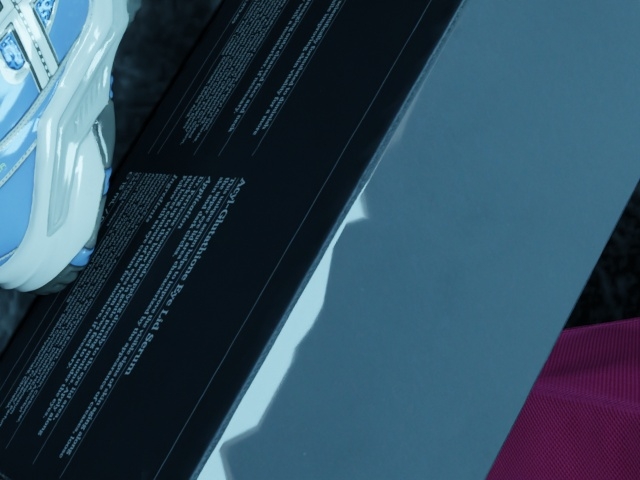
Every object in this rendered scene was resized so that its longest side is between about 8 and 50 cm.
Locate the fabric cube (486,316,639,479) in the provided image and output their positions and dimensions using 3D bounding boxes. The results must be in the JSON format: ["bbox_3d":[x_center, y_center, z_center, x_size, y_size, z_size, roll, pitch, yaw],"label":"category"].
[{"bbox_3d":[0.218,0.169,0.595,0.254,0.258,0.259,-6,95,-31],"label":"fabric cube"}]

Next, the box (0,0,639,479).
[{"bbox_3d":[0.000,0.000,0.503,0.103,0.184,0.261,37,75,-26],"label":"box"}]

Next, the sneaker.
[{"bbox_3d":[-0.113,-0.088,0.492,0.081,0.080,0.211,8,87,-33],"label":"sneaker"}]
